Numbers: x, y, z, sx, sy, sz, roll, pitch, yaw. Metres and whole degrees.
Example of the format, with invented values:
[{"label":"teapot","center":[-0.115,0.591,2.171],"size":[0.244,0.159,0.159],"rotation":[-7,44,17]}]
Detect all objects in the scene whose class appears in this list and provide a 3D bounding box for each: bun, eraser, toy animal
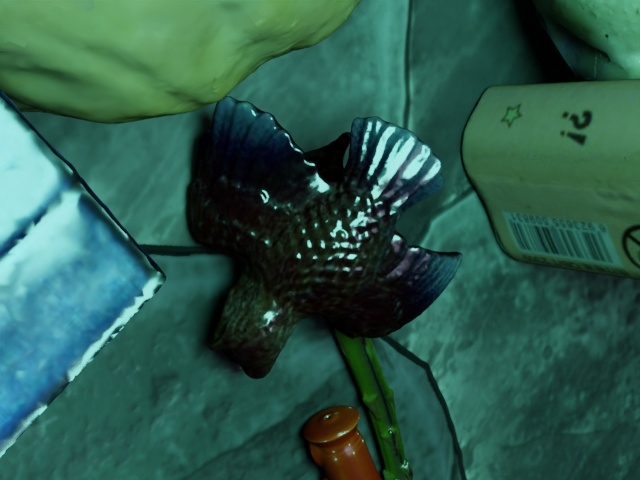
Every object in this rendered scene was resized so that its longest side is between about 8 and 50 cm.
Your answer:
[{"label":"bun","center":[0.264,-0.197,0.809],"size":[0.168,0.273,0.273],"rotation":[-36,122,17]},{"label":"eraser","center":[0.247,-0.035,0.757],"size":[0.087,0.290,0.171],"rotation":[-42,117,-24]},{"label":"toy animal","center":[-0.005,0.007,0.688],"size":[0.218,0.116,0.179],"rotation":[36,73,-21]}]

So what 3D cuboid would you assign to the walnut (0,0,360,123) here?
[{"label":"walnut","center":[-0.125,-0.227,0.440],"size":[0.381,0.381,0.381],"rotation":[-5,98,-35]}]

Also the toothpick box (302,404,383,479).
[{"label":"toothpick box","center":[0.020,0.168,0.772],"size":[0.047,0.047,0.083],"rotation":[-33,112,-28]}]

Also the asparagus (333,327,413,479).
[{"label":"asparagus","center":[0.047,0.145,0.799],"size":[0.034,0.027,0.236],"rotation":[-24,109,-26]}]

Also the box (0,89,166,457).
[{"label":"box","center":[-0.243,0.055,0.431],"size":[0.261,0.279,0.116],"rotation":[-50,119,-20]}]
